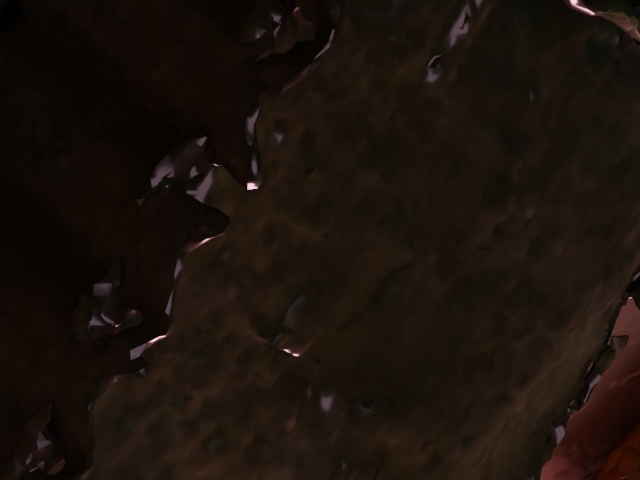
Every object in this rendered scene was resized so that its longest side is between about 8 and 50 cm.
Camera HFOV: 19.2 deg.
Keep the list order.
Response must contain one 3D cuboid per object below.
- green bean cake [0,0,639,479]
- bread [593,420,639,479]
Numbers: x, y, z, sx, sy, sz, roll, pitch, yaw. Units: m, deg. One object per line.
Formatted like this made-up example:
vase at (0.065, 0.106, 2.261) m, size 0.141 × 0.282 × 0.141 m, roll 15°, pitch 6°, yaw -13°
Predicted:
green bean cake at (0.000, 0.000, 0.582) m, size 0.255 × 0.132 × 0.241 m, roll 16°, pitch 103°, yaw -52°
bread at (0.241, 0.178, 0.923) m, size 0.312 × 0.172 × 0.312 m, roll -24°, pitch 129°, yaw -32°
